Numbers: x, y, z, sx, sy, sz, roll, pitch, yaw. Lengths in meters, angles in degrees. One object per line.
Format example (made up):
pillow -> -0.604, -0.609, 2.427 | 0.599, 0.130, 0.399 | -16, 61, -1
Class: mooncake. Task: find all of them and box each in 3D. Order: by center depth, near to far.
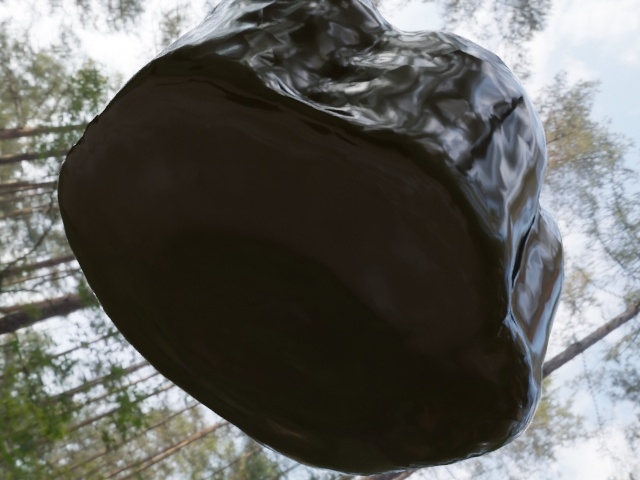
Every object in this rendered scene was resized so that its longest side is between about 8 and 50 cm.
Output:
mooncake -> 0.000, 0.000, 0.648 | 0.467, 0.262, 0.467 | 20, -44, 20
